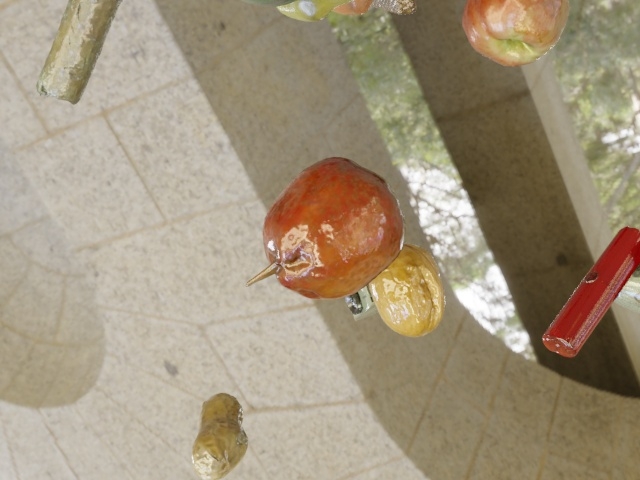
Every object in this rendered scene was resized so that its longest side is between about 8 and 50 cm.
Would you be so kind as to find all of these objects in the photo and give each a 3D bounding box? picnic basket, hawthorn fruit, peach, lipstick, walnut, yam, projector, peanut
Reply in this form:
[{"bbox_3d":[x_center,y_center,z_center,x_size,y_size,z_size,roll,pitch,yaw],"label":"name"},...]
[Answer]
[{"bbox_3d":[0.170,-0.623,1.946,0.055,0.110,0.193,-21,-151,-16],"label":"picnic basket"},{"bbox_3d":[0.000,0.000,1.176,0.210,0.210,0.262,-2,-149,50],"label":"hawthorn fruit"},{"bbox_3d":[0.434,-0.521,1.713,0.232,0.232,0.256,-10,-118,39],"label":"peach"},{"bbox_3d":[0.514,0.095,1.449,0.279,0.073,0.073,-49,-154,-18],"label":"lipstick"},{"bbox_3d":[0.184,0.105,1.646,0.159,0.206,0.159,-20,-179,0],"label":"walnut"},{"bbox_3d":[-0.456,-0.378,1.478,0.259,0.093,0.093,-61,-169,18],"label":"yam"},{"bbox_3d":[0.159,0.126,2.000,0.194,0.088,0.269,-19,167,-21],"label":"projector"},{"bbox_3d":[-0.181,0.349,1.392,0.100,0.099,0.214,-26,-158,2],"label":"peanut"}]

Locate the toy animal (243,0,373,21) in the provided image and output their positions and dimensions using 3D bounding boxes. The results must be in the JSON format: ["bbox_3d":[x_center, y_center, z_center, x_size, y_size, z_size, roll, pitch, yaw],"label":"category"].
[{"bbox_3d":[-0.011,-0.398,1.016,0.191,0.216,0.338,7,-166,31],"label":"toy animal"}]

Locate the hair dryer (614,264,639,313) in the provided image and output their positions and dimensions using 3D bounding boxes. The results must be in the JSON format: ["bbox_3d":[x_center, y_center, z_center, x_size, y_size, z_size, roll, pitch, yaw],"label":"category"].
[{"bbox_3d":[0.736,0.072,1.470,0.298,0.296,0.119,-51,-160,49],"label":"hair dryer"}]
